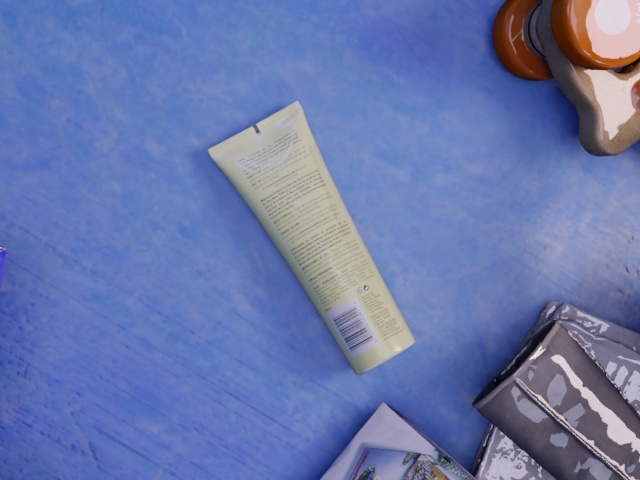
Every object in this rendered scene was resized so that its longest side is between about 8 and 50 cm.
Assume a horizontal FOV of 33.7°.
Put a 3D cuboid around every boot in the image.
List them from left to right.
[{"bbox_3d":[0.210,0.200,0.878,0.208,0.076,0.190,42,77,-9],"label":"boot"}]

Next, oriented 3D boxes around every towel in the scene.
[{"bbox_3d":[0.232,0.210,0.939,0.187,0.049,0.282,21,89,-1],"label":"towel"}]

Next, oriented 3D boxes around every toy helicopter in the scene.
[{"bbox_3d":[0.335,-0.129,0.924,0.235,0.140,0.355,-37,102,-11],"label":"toy helicopter"}]

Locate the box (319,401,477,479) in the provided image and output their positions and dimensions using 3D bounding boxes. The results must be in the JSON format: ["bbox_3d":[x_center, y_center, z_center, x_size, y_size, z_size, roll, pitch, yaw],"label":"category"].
[{"bbox_3d":[0.041,0.277,0.891,0.233,0.044,0.159,-50,55,-1],"label":"box"}]

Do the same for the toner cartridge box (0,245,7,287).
[{"bbox_3d":[-0.350,0.160,0.854,0.075,0.165,0.348,13,88,-38],"label":"toner cartridge box"}]

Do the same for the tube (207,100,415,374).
[{"bbox_3d":[0.000,0.000,0.930,0.070,0.062,0.240,-27,84,-45],"label":"tube"}]
